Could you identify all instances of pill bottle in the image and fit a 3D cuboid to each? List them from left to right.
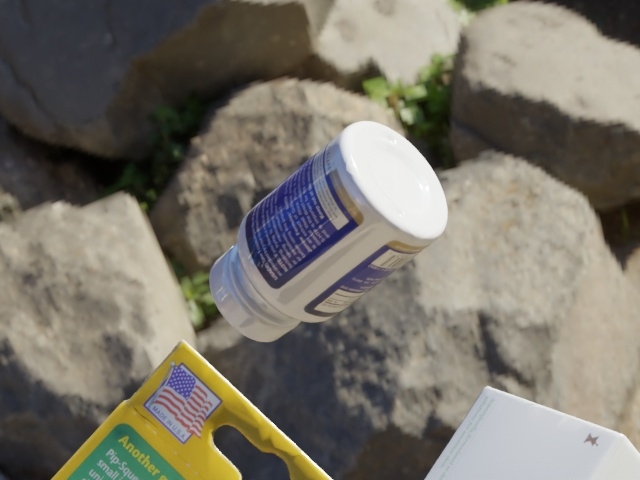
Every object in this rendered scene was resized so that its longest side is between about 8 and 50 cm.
[{"bbox_3d":[0.000,0.000,1.209,0.186,0.112,0.112,-38,22,33],"label":"pill bottle"}]

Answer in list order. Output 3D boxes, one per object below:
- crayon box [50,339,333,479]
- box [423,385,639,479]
[{"bbox_3d":[-0.118,0.251,0.962,0.203,0.083,0.323,42,88,13],"label":"crayon box"},{"bbox_3d":[0.113,0.148,0.780,0.102,0.087,0.101,17,66,50],"label":"box"}]
